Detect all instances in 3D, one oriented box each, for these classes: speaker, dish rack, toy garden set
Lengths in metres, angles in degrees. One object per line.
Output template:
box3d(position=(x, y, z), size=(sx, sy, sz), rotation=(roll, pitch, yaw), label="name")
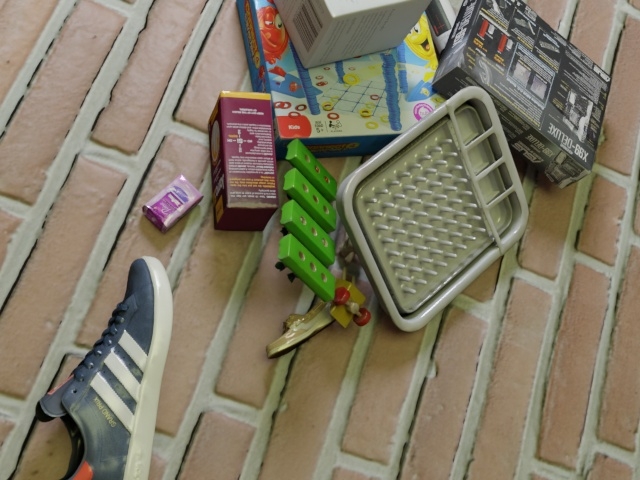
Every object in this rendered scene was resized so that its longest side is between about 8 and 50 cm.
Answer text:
box3d(position=(0.213, -0.399, 1.602), size=(0.055, 0.055, 0.136), rotation=(-16, 77, -23), label="speaker")
box3d(position=(0.171, -0.052, 1.402), size=(0.333, 0.072, 0.285), rotation=(-39, 119, -26), label="dish rack")
box3d(position=(0.000, 0.000, 1.344), size=(0.204, 0.049, 0.244), rotation=(45, 32, -35), label="toy garden set")

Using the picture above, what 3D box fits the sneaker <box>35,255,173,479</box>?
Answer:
box3d(position=(-0.289, 0.180, 1.180), size=(0.148, 0.131, 0.350), rotation=(12, 68, -19), label="sneaker")

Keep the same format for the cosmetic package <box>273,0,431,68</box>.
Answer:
box3d(position=(0.046, -0.383, 1.389), size=(0.184, 0.151, 0.151), rotation=(-18, 77, -24), label="cosmetic package")

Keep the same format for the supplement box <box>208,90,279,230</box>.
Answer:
box3d(position=(-0.119, -0.119, 1.360), size=(0.081, 0.104, 0.188), rotation=(1, 71, -18), label="supplement box")

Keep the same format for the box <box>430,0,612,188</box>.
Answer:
box3d(position=(0.354, -0.272, 1.540), size=(0.307, 0.076, 0.242), rotation=(34, 55, -17), label="box")

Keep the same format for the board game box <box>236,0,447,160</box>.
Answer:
box3d(position=(0.039, -0.293, 1.486), size=(0.308, 0.086, 0.302), rotation=(-6, 73, -20), label="board game box")

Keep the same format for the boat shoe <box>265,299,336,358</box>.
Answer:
box3d(position=(-0.033, 0.129, 1.334), size=(0.135, 0.050, 0.045), rotation=(-29, 79, -35), label="boat shoe")

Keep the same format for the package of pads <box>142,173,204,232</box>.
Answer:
box3d(position=(-0.221, -0.056, 1.344), size=(0.050, 0.032, 0.083), rotation=(44, 64, 3), label="package of pads")
